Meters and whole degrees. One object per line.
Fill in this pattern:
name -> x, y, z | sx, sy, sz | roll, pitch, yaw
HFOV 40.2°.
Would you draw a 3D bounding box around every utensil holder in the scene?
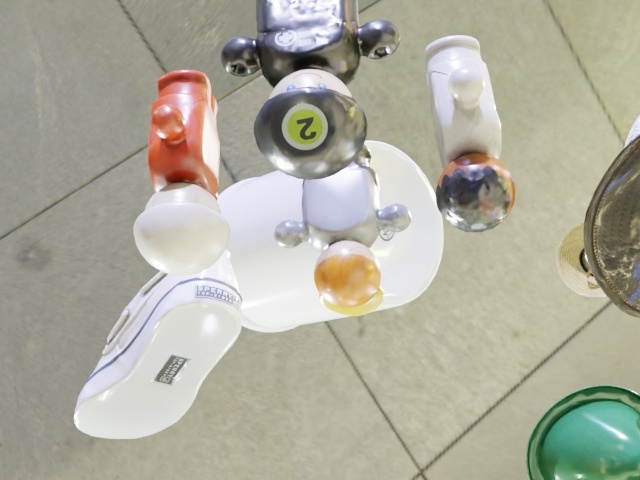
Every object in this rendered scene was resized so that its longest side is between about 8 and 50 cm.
utensil holder -> 0.000, 0.000, 1.695 | 0.328, 0.385, 0.327 | 9, 75, -37

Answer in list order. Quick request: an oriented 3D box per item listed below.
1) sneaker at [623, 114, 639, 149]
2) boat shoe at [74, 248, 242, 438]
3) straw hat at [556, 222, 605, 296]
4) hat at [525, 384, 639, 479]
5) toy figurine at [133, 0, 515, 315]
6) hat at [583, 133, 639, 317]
sneaker -> 0.533, -0.119, 1.063 | 0.366, 0.210, 0.137 | -28, 130, -40
boat shoe -> -0.155, 0.097, 0.818 | 0.096, 0.267, 0.088 | 16, 45, -22
straw hat -> 0.506, 0.037, 1.582 | 0.061, 0.144, 0.144 | 1, 87, -46
hat -> 0.359, 0.271, 1.008 | 0.208, 0.183, 0.173 | -37, 98, 3
toy figurine -> 0.004, -0.051, 0.562 | 0.209, 0.213, 0.148 | 22, 50, -34
hat -> 0.419, -0.014, 0.786 | 0.331, 0.134, 0.331 | -8, 130, -10
